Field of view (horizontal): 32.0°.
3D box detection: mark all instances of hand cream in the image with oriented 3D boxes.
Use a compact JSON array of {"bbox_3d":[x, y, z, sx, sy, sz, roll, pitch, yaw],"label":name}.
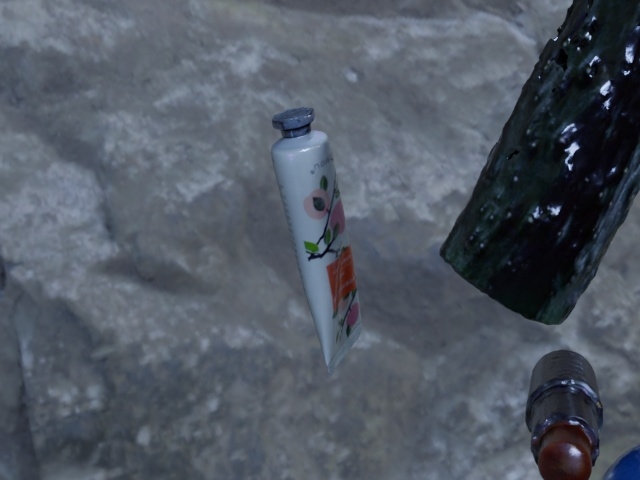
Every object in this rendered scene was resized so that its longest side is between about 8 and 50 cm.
[{"bbox_3d":[0.000,0.000,0.972,0.050,0.080,0.234,0,116,28],"label":"hand cream"}]

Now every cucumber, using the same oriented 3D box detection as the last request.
[{"bbox_3d":[0.143,-0.063,0.547,0.078,0.062,0.211,22,106,-24],"label":"cucumber"}]

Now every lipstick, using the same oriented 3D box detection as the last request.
[{"bbox_3d":[0.248,0.181,1.138,0.081,0.299,0.081,2,100,12],"label":"lipstick"}]

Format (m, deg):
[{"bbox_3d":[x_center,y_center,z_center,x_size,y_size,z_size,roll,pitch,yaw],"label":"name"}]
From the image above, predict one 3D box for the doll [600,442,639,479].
[{"bbox_3d":[0.404,0.251,1.157,0.257,0.161,0.215,-38,167,-8],"label":"doll"}]
